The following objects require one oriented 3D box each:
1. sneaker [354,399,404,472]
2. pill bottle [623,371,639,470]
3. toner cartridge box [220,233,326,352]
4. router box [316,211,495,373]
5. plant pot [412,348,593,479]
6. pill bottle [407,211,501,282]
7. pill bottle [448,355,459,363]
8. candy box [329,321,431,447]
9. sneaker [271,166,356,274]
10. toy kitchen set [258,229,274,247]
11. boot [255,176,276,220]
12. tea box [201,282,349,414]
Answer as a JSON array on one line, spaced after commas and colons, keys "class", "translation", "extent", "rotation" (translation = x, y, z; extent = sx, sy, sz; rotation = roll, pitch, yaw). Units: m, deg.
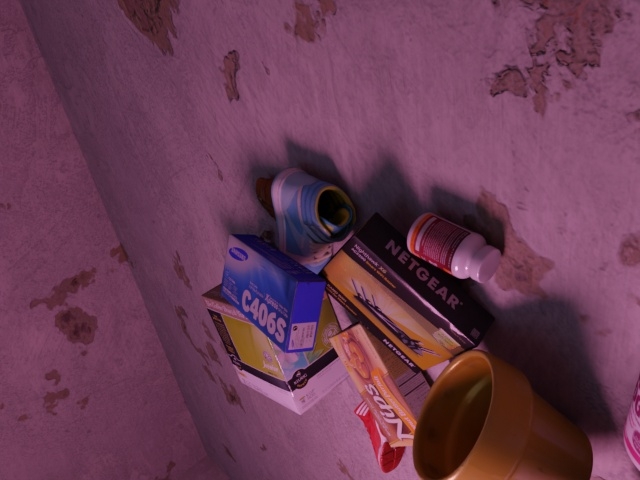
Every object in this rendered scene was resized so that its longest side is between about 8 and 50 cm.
[{"class": "sneaker", "translation": [0.163, 0.532, 1.649], "extent": [0.128, 0.087, 0.221], "rotation": [28, 127, 55]}, {"class": "pill bottle", "translation": [0.490, 0.181, 0.735], "extent": [0.160, 0.160, 0.282], "rotation": [29, 139, 41]}, {"class": "toner cartridge box", "translation": [-0.121, 0.110, 1.358], "extent": [0.348, 0.075, 0.165], "rotation": [28, 111, 53]}, {"class": "router box", "translation": [0.156, 0.117, 1.193], "extent": [0.309, 0.081, 0.243], "rotation": [42, 149, 2]}, {"class": "plant pot", "translation": [0.330, 0.356, 1.042], "extent": [0.239, 0.253, 0.254], "rotation": [27, 150, -8]}, {"class": "pill bottle", "translation": [0.235, 0.014, 1.039], "extent": [0.152, 0.086, 0.086], "rotation": [31, 140, 40]}, {"class": "pill bottle", "translation": [0.296, 0.282, 1.236], "extent": [0.043, 0.043, 0.083], "rotation": [18, 131, 49]}, {"class": "candy box", "translation": [0.163, 0.339, 1.427], "extent": [0.316, 0.088, 0.183], "rotation": [59, 151, 6]}, {"class": "sneaker", "translation": [0.000, 0.000, 1.341], "extent": [0.208, 0.127, 0.318], "rotation": [22, 135, 48]}, {"class": "toy kitchen set", "translation": [-0.142, 0.021, 1.637], "extent": [0.075, 0.083, 0.068], "rotation": [42, 105, 26]}, {"class": "boot", "translation": [-0.100, -0.064, 1.489], "extent": [0.152, 0.073, 0.197], "rotation": [22, 122, 44]}, {"class": "tea box", "translation": [-0.123, 0.259, 1.666], "extent": [0.329, 0.220, 0.323], "rotation": [8, 124, 53]}]
